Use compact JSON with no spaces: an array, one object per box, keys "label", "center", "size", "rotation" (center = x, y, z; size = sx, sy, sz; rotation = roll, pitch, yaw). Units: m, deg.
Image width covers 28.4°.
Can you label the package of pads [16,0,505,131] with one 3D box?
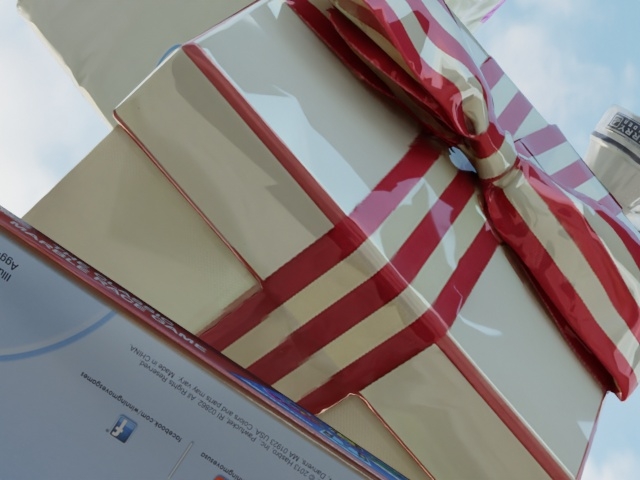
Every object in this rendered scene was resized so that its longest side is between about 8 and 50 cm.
[{"label":"package of pads","center":[-0.030,-0.171,0.793],"size":[0.296,0.101,0.229],"rotation":[-44,-107,18]}]

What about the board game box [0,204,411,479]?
[{"label":"board game box","center":[-0.090,0.073,0.321],"size":[0.281,0.027,0.145],"rotation":[34,-89,0]}]

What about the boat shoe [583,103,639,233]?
[{"label":"boat shoe","center":[0.229,-0.015,0.884],"size":[0.096,0.267,0.088],"rotation":[37,-84,21]}]

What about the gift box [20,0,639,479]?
[{"label":"gift box","center":[0.000,0.000,0.611],"size":[0.255,0.276,0.258],"rotation":[47,-56,-10]}]
